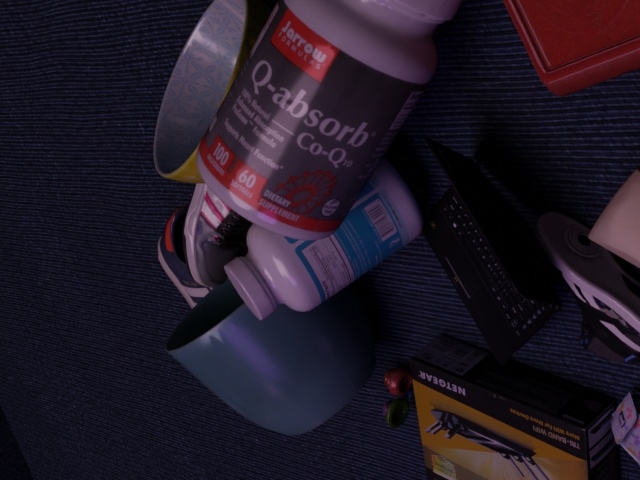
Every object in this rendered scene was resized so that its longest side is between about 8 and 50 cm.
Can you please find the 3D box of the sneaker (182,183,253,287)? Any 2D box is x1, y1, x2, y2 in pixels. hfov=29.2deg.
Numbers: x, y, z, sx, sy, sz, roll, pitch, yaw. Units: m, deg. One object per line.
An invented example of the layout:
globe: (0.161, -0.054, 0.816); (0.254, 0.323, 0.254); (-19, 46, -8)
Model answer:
sneaker: (-0.104, -0.040, 1.907); (0.178, 0.123, 0.296); (28, 115, 37)

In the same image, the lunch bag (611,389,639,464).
lunch bag: (0.418, 0.244, 1.596); (0.083, 0.053, 0.071); (50, 143, 24)

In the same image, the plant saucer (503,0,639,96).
plant saucer: (0.285, -0.296, 1.342); (0.259, 0.047, 0.258); (-16, 104, 53)

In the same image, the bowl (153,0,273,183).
bowl: (-0.108, -0.201, 1.762); (0.156, 0.290, 0.289); (21, 153, -24)

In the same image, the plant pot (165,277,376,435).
plant pot: (-0.053, 0.157, 1.909); (0.235, 0.293, 0.293); (49, 146, -10)

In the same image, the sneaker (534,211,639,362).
sneaker: (0.334, 0.073, 1.540); (0.217, 0.079, 0.121); (45, 144, 17)

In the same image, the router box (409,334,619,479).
router box: (0.280, 0.295, 1.774); (0.308, 0.081, 0.243); (18, 130, 42)

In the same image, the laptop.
laptop: (0.189, 0.022, 1.582); (0.234, 0.136, 0.264); (62, 147, 21)

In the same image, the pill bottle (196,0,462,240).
pill bottle: (0.013, -0.198, 1.508); (0.210, 0.210, 0.363); (41, 114, 22)

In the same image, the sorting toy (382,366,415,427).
sorting toy: (0.118, 0.243, 1.947); (0.042, 0.061, 0.102); (22, 109, 40)

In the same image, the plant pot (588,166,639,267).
plant pot: (0.386, -0.032, 1.382); (0.109, 0.109, 0.096); (34, 127, 30)

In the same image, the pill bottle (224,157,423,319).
pill bottle: (0.000, 0.000, 1.700); (0.146, 0.264, 0.146); (54, 169, 15)

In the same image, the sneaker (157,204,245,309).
sneaker: (-0.153, 0.081, 2.082); (0.350, 0.131, 0.148); (45, 148, 17)
